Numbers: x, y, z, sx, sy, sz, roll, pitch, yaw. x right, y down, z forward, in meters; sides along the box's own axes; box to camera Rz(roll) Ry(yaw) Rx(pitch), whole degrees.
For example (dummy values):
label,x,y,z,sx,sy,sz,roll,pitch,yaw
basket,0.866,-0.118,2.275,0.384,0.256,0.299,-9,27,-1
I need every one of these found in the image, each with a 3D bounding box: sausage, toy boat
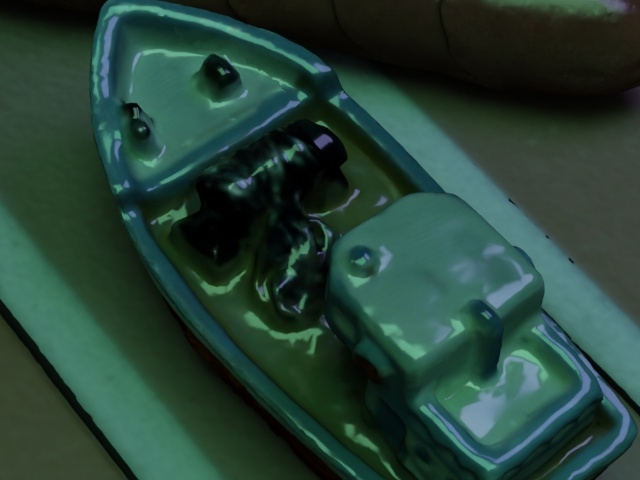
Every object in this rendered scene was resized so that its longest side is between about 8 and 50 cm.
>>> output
label,x,y,z,sx,sy,sz,roll,pitch,yaw
sausage,-0.020,-0.147,0.901,0.433,0.088,0.088,11,55,2
toy boat,0.000,0.000,0.769,0.145,0.133,0.332,-33,63,-23
